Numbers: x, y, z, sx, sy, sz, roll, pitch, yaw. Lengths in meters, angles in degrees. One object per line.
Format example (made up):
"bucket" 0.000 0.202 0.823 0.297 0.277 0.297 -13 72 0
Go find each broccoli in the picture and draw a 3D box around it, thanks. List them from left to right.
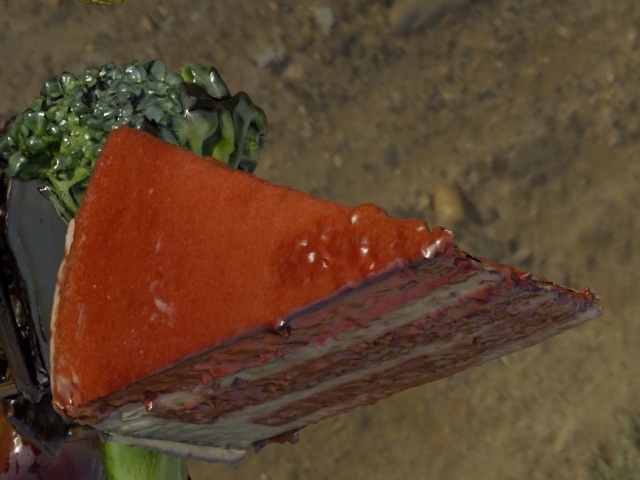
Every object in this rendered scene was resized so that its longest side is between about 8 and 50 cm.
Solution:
"broccoli" -0.118 0.037 0.961 0.165 0.145 0.304 -20 111 -52

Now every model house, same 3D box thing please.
"model house" -0.373 0.058 1.663 0.317 0.282 0.297 45 49 -46

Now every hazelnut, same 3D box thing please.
"hazelnut" -0.360 0.277 1.972 0.229 0.229 0.230 -17 131 -21

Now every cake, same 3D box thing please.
"cake" 0.000 0.000 0.763 0.262 0.160 0.158 -25 149 36

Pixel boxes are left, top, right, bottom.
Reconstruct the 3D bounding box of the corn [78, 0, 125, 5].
"corn" -0.251 -0.260 1.319 0.206 0.067 0.067 18 113 -26
